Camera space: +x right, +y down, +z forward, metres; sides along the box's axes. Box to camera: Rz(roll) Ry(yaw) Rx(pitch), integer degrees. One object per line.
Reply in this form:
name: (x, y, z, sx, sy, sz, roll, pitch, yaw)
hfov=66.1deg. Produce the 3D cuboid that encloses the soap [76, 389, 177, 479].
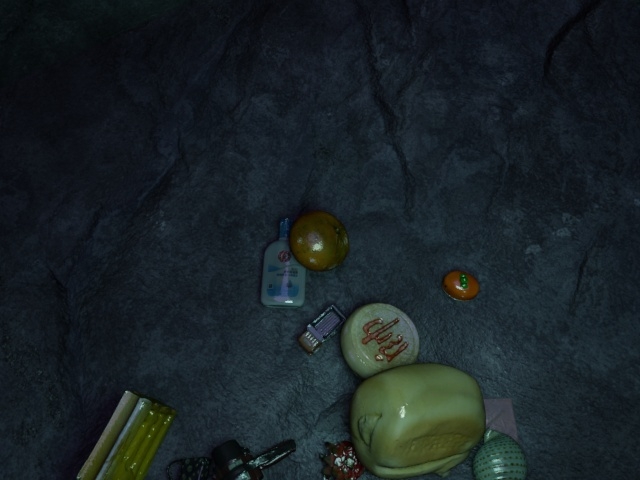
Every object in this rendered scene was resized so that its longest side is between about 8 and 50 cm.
soap: (-0.595, 0.630, 1.536, 0.143, 0.259, 0.281, 22, 68, 16)

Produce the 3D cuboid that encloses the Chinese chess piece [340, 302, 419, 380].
Chinese chess piece: (0.198, 0.343, 1.657, 0.270, 0.112, 0.270, 8, 58, -13)

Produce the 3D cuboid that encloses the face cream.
face cream: (-0.132, 0.081, 1.825, 0.163, 0.080, 0.337, 3, 69, 0)

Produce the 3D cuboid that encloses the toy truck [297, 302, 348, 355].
toy truck: (0.009, 0.311, 1.724, 0.192, 0.092, 0.083, -41, 74, -13)

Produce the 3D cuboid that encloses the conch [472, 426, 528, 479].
conch: (0.563, 0.692, 1.531, 0.172, 0.131, 0.200, 0, 73, 6)

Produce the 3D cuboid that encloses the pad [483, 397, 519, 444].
pad: (0.594, 0.621, 1.629, 0.113, 0.006, 0.188, -2, 68, 2)

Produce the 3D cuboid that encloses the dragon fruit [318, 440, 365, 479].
dragon fruit: (0.075, 0.706, 1.557, 0.142, 0.121, 0.130, -7, 41, 29)

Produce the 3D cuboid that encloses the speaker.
speaker: (-0.184, 0.757, 1.517, 0.259, 0.198, 0.329, -32, 62, 4)

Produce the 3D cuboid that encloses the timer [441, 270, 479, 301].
timer: (0.501, 0.160, 1.752, 0.136, 0.136, 0.099, 12, 75, 6)

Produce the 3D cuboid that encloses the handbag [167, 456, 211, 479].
handbag: (-0.432, 0.750, 1.589, 0.139, 0.072, 0.115, 6, 70, 18)

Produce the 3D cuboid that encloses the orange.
orange: (0.000, 0.000, 1.773, 0.240, 0.171, 0.240, 25, 51, -35)

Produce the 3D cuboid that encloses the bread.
bread: (0.280, 0.532, 1.491, 0.376, 0.348, 0.253, -5, 31, -21)
